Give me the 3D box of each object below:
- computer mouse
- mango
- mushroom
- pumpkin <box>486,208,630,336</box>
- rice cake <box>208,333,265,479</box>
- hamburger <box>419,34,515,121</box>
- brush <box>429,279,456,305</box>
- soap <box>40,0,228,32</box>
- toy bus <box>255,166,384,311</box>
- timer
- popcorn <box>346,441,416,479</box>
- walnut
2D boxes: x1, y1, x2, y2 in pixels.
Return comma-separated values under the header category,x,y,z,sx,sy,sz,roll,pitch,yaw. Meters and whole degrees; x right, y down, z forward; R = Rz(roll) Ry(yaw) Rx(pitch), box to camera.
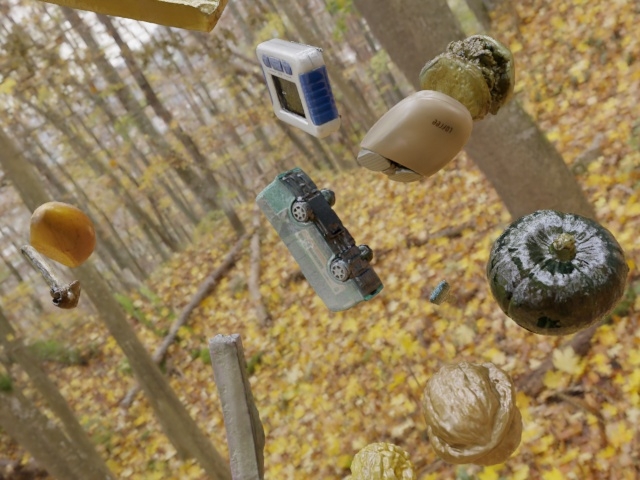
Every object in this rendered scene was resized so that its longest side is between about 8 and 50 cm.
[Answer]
category,x,y,z,sx,sy,sz,roll,pitch,yaw
computer mouse,0.165,-0.175,1.440,0.236,0.145,0.081,-36,36,52
mango,-0.576,-0.022,1.803,0.141,0.217,0.102,9,64,6
mushroom,-0.540,0.065,1.622,0.061,0.187,0.060,-28,-28,-34
pumpkin,0.358,0.045,1.236,0.212,0.152,0.211,-11,50,13
rice cake,-0.103,0.216,1.007,0.047,0.206,0.036,-8,9,14
hamburger,0.276,-0.295,1.506,0.131,0.159,0.185,-38,7,-28
brush,0.332,0.147,2.149,0.070,0.021,0.196,-56,-24,3
soap,-0.204,-0.261,0.777,0.252,0.037,0.092,14,59,8
toy bus,0.000,0.000,1.401,0.109,0.261,0.091,-35,-4,37
timer,-0.042,-0.319,1.669,0.078,0.178,0.253,-25,28,-16
popcorn,0.130,0.539,1.813,0.180,0.170,0.180,-8,58,13
walnut,0.349,0.396,1.850,0.257,0.224,0.257,-39,24,21
